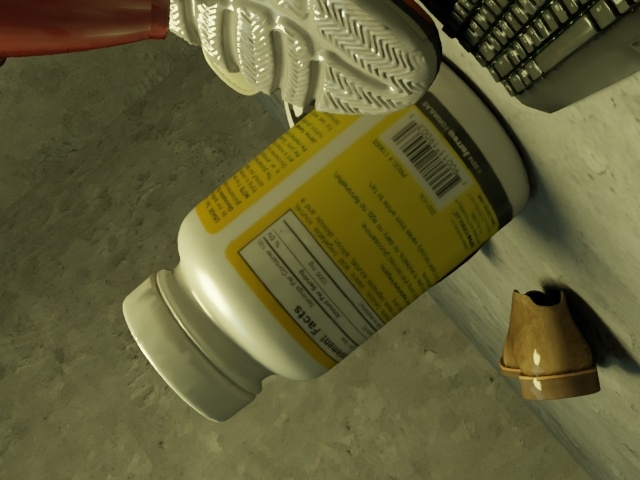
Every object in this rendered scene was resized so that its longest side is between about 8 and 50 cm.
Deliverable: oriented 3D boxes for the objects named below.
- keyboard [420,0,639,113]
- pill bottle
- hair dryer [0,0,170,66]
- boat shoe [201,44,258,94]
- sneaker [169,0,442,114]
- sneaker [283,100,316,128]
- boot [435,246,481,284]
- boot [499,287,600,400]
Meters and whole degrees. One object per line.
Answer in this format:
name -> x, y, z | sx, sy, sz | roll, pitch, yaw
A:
keyboard -> 0.073, -0.149, 0.292 | 0.201, 0.033, 0.317 | 51, 179, 0
pill bottle -> 0.000, 0.000, 0.633 | 0.188, 0.334, 0.188 | 51, 180, 0
hair dryer -> -0.228, -0.154, 0.452 | 0.223, 0.293, 0.080 | -25, -61, -67
boat shoe -> -0.208, -0.433, 1.387 | 0.324, 0.116, 0.097 | 55, -177, -21
sneaker -> -0.044, -0.217, 0.484 | 0.321, 0.180, 0.124 | 28, 150, 7
sneaker -> -0.001, -0.176, 0.770 | 0.234, 0.084, 0.097 | 64, 162, -3
boot -> 0.085, -0.087, 0.938 | 0.280, 0.096, 0.264 | 52, -179, 29
boot -> 0.268, 0.112, 0.854 | 0.305, 0.112, 0.115 | 27, -127, -78
